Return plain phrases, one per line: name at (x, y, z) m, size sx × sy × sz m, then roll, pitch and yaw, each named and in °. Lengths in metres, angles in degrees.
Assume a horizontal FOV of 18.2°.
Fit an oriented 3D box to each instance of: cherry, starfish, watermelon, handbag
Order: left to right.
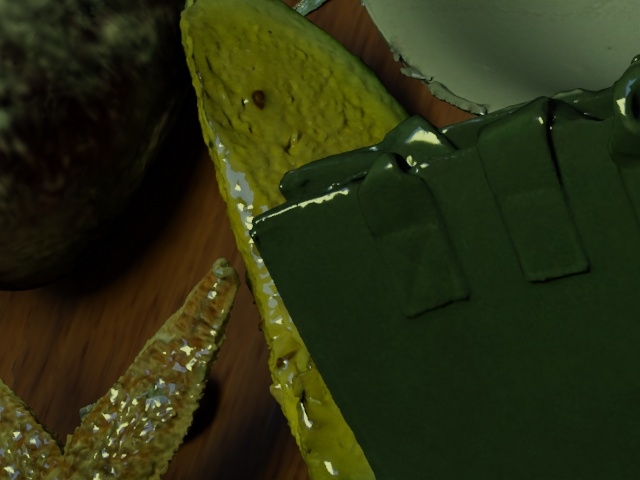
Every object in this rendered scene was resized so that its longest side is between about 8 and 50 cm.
cherry at (-0.202, -0.092, 1.144) m, size 0.255 × 0.218 × 0.296 m, roll 22°, pitch 71°, yaw 44°
starfish at (-0.107, 0.115, 0.975) m, size 0.231 × 0.048 × 0.295 m, roll -37°, pitch 65°, yaw 17°
watermelon at (0.000, 0.000, 1.007) m, size 0.123 × 0.129 × 0.301 m, roll -29°, pitch 64°, yaw 22°
handbag at (0.124, 0.052, 0.826) m, size 0.247 × 0.260 × 0.079 m, roll -15°, pitch 21°, yaw 30°

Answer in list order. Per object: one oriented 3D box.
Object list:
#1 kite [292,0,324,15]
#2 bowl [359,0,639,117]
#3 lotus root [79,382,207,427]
kite at (0.043, -0.172, 1.133) m, size 0.152 × 0.005 × 0.137 m, roll -23°, pitch 56°, yaw 27°
bowl at (0.190, -0.181, 0.930) m, size 0.345 × 0.157 × 0.346 m, roll -14°, pitch 63°, yaw 30°
lotus root at (-0.093, 0.097, 1.098) m, size 0.083 × 0.030 × 0.037 m, roll -27°, pitch 59°, yaw 26°
